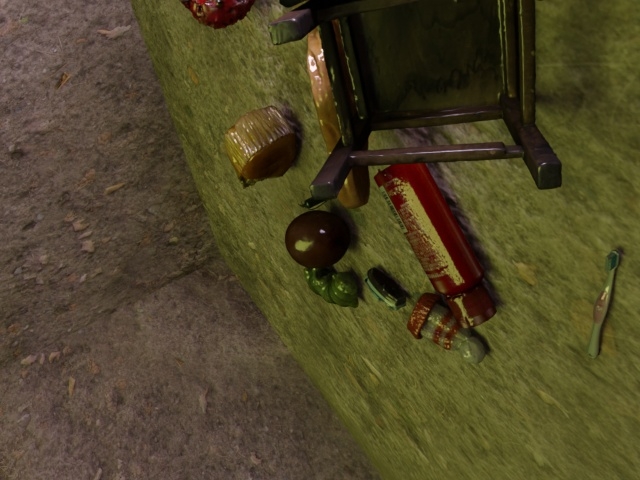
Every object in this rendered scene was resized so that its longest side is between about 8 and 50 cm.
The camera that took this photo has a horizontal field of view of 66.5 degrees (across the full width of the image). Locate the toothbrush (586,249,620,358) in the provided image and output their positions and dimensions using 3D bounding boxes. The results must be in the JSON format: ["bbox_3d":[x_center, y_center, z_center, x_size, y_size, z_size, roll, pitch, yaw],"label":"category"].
[{"bbox_3d":[0.370,0.090,0.641,0.017,0.022,0.204,44,157,48],"label":"toothbrush"}]

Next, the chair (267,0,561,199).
[{"bbox_3d":[0.134,-0.232,0.588,0.241,0.416,0.203,-5,123,20],"label":"chair"}]

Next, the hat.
[{"bbox_3d":[0.259,0.183,0.981,0.163,0.093,0.112,29,157,27],"label":"hat"}]

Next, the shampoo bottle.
[{"bbox_3d":[0.202,0.000,0.852,0.314,0.076,0.118,61,156,0],"label":"shampoo bottle"}]

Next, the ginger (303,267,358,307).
[{"bbox_3d":[0.029,0.131,1.461,0.290,0.089,0.137,24,130,63],"label":"ginger"}]

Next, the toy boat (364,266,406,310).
[{"bbox_3d":[0.150,0.121,1.172,0.140,0.059,0.066,48,139,40],"label":"toy boat"}]

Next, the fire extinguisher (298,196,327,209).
[{"bbox_3d":[-0.014,-0.100,1.251,0.038,0.083,0.025,53,159,27],"label":"fire extinguisher"}]

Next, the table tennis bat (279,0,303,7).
[{"bbox_3d":[0.067,-0.276,0.462,0.027,0.237,0.150,63,-154,-25],"label":"table tennis bat"}]

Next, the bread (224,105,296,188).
[{"bbox_3d":[-0.154,-0.235,1.283,0.133,0.179,0.250,54,160,7],"label":"bread"}]

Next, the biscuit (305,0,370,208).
[{"bbox_3d":[0.024,-0.234,0.744,0.269,0.051,0.375,-3,-93,-76],"label":"biscuit"}]

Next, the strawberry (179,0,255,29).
[{"bbox_3d":[-0.223,-0.553,1.041,0.187,0.184,0.201,31,-167,-16],"label":"strawberry"}]

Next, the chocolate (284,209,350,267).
[{"bbox_3d":[0.000,0.000,1.246,0.176,0.177,0.176,50,158,29],"label":"chocolate"}]
